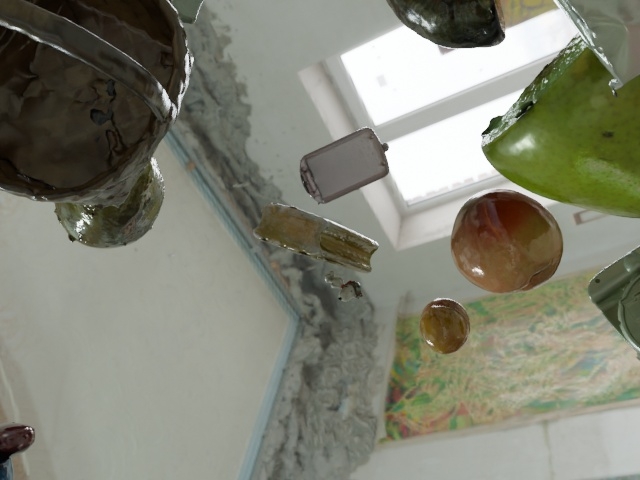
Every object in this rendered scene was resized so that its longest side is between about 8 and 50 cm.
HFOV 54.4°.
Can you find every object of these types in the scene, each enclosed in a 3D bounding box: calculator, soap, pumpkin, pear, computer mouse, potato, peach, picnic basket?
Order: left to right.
[{"bbox_3d":[-0.316,-0.213,0.753,0.293,0.337,0.337,24,-142,-7],"label":"picnic basket"},{"bbox_3d":[-0.502,-0.113,1.477,0.219,0.269,0.359,50,161,3],"label":"potato"},{"bbox_3d":[-0.230,-0.403,1.051,0.056,0.032,0.110,31,-127,-31],"label":"computer mouse"},{"bbox_3d":[0.000,0.000,1.352,0.274,0.173,0.089,22,-95,-62],"label":"soap"},{"bbox_3d":[0.045,-0.137,1.141,0.032,0.175,0.100,-35,-79,-80],"label":"calculator"},{"bbox_3d":[0.233,-0.524,1.222,0.242,0.232,0.325,-41,-62,-69],"label":"pumpkin"},{"bbox_3d":[0.312,0.214,1.571,0.138,0.138,0.138,45,-145,-45],"label":"peach"},{"bbox_3d":[0.306,0.004,1.019,0.184,0.184,0.184,45,-145,-45],"label":"peach"},{"bbox_3d":[0.431,-0.151,0.828,0.318,0.342,0.238,37,-153,-4],"label":"pear"}]

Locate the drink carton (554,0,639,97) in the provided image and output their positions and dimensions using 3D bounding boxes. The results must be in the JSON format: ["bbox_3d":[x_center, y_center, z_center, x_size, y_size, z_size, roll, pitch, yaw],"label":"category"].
[{"bbox_3d":[0.223,-0.226,0.476,0.161,0.108,0.271,51,-149,-4],"label":"drink carton"}]

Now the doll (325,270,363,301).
[{"bbox_3d":[0.051,0.098,1.323,0.085,0.058,0.040,52,152,45],"label":"doll"}]

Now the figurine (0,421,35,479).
[{"bbox_3d":[-0.169,0.224,0.361,0.127,0.234,0.185,16,-91,-51],"label":"figurine"}]

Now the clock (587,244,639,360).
[{"bbox_3d":[0.788,0.159,1.378,0.108,0.265,0.324,20,-144,-50],"label":"clock"}]
